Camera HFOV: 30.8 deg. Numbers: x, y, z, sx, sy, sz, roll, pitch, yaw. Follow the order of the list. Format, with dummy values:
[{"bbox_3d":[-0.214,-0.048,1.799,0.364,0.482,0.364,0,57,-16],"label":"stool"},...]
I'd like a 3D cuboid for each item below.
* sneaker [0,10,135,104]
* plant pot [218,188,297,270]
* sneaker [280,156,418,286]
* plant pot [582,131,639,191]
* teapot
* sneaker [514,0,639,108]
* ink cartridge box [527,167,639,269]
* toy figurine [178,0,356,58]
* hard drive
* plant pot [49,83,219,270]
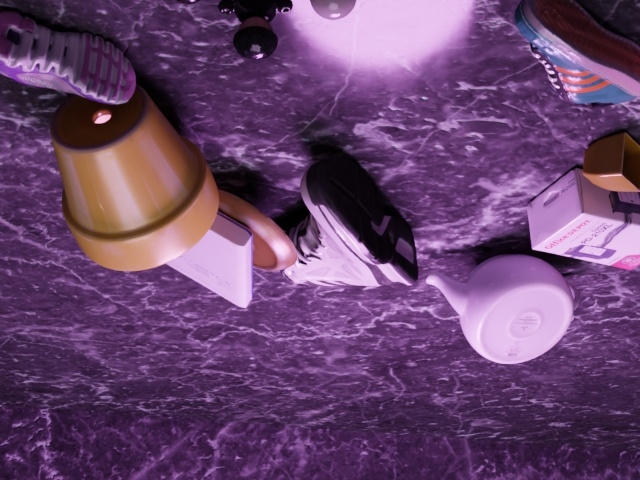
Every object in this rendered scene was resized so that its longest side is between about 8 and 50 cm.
[{"bbox_3d":[-0.395,-0.262,1.738,0.236,0.095,0.104,19,156,-24],"label":"sneaker"},{"bbox_3d":[-0.152,-0.014,2.177,0.236,0.032,0.236,28,157,13],"label":"plant pot"},{"bbox_3d":[0.000,0.001,2.180,0.257,0.169,0.447,-12,154,19],"label":"sneaker"},{"bbox_3d":[0.504,-0.132,2.014,0.083,0.081,0.081,-6,156,39],"label":"plant pot"},{"bbox_3d":[0.396,0.118,2.422,0.252,0.187,0.256,-34,128,7],"label":"teapot"},{"bbox_3d":[0.367,-0.263,1.703,0.302,0.108,0.121,21,143,-39],"label":"sneaker"},{"bbox_3d":[0.533,-0.037,2.178,0.237,0.100,0.172,11,152,-21],"label":"ink cartridge box"},{"bbox_3d":[-0.077,-0.349,1.478,0.213,0.148,0.209,-18,149,33],"label":"toy figurine"},{"bbox_3d":[-0.226,0.012,2.231,0.210,0.040,0.319,30,158,9],"label":"hard drive"},{"bbox_3d":[-0.316,-0.120,1.876,0.254,0.254,0.239,-5,138,11],"label":"plant pot"}]
